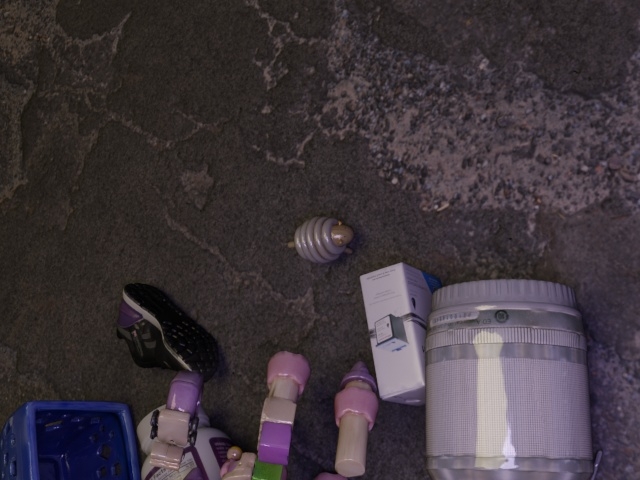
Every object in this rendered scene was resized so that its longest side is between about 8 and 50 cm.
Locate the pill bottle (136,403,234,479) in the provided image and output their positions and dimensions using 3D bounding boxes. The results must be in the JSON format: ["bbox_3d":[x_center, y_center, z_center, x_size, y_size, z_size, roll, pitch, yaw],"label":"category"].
[{"bbox_3d":[-0.203,0.427,1.511,0.169,0.169,0.302,-43,56,19],"label":"pill bottle"}]

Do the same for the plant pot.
[{"bbox_3d":[-0.497,0.448,1.686,0.212,0.236,0.236,-32,61,33],"label":"plant pot"}]

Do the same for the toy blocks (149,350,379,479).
[{"bbox_3d":[-0.081,0.277,1.364,0.260,0.308,0.289,-80,2,-48],"label":"toy blocks"}]

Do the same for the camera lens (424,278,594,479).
[{"bbox_3d":[0.251,0.206,1.211,0.219,0.219,0.274,-9,72,34],"label":"camera lens"}]

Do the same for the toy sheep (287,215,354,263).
[{"bbox_3d":[0.000,0.000,1.533,0.132,0.091,0.091,-16,68,32],"label":"toy sheep"}]

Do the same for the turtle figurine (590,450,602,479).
[{"bbox_3d":[0.377,0.471,1.124,0.197,0.274,0.266,24,115,13],"label":"turtle figurine"}]

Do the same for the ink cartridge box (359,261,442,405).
[{"bbox_3d":[0.138,0.145,1.360,0.082,0.139,0.191,-22,66,27],"label":"ink cartridge box"}]

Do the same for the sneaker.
[{"bbox_3d":[-0.294,0.204,1.699,0.283,0.107,0.124,39,116,40],"label":"sneaker"}]
